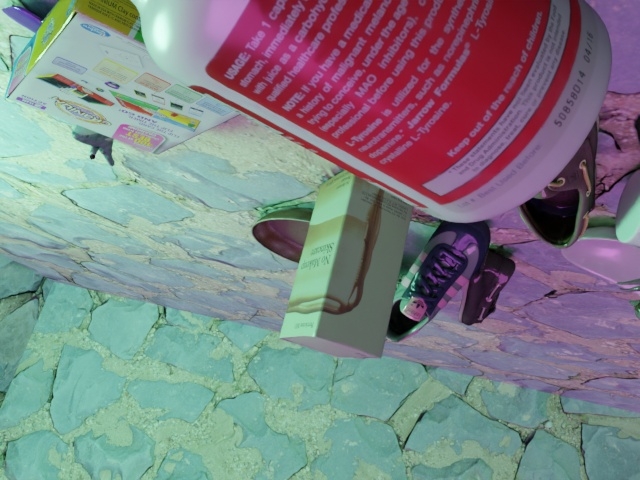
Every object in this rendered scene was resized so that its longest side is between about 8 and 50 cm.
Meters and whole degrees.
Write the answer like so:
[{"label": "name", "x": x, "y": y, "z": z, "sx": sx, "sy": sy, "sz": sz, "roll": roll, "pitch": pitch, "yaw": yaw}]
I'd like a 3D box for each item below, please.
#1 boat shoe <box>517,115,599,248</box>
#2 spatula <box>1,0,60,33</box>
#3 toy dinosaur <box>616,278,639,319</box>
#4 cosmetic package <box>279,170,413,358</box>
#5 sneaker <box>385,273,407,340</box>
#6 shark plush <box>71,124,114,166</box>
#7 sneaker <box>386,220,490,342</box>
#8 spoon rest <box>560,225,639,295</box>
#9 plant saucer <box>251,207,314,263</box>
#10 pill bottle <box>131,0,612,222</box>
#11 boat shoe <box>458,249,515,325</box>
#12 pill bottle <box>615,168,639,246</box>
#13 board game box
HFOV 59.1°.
[{"label": "boat shoe", "x": 0.287, "y": -0.093, "z": 0.715, "sx": 0.117, "sy": 0.096, "sz": 0.324, "roll": 4, "pitch": 158, "yaw": 31}, {"label": "spatula", "x": -0.306, "y": -0.292, "z": 0.693, "sx": 0.296, "sy": 0.030, "sz": 0.084, "roll": -4, "pitch": 158, "yaw": 42}, {"label": "toy dinosaur", "x": 0.628, "y": 0.057, "z": 0.835, "sx": 0.314, "sy": 0.160, "sz": 0.121, "roll": -15, "pitch": 139, "yaw": -15}, {"label": "cosmetic package", "x": 0.046, "y": 0.041, "z": 0.962, "sx": 0.129, "sy": 0.296, "sz": 0.153, "roll": 22, "pitch": 159, "yaw": -22}, {"label": "sneaker", "x": 0.212, "y": 0.155, "z": 1.412, "sx": 0.182, "sy": 0.158, "sz": 0.410, "roll": -17, "pitch": 170, "yaw": 4}, {"label": "shark plush", "x": -0.415, "y": -0.181, "z": 1.031, "sx": 0.073, "sy": 0.067, "sz": 0.161, "roll": 18, "pitch": 161, "yaw": -10}, {"label": "sneaker", "x": 0.214, "y": 0.086, "z": 1.073, "sx": 0.112, "sy": 0.131, "sz": 0.319, "roll": 31, "pitch": 135, "yaw": 9}, {"label": "spoon rest", "x": 0.536, "y": 0.047, "z": 0.945, "sx": 0.276, "sy": 0.084, "sz": 0.137, "roll": 18, "pitch": 161, "yaw": -11}, {"label": "plant saucer", "x": 0.000, "y": 0.000, "z": 1.263, "sx": 0.311, "sy": 0.050, "sz": 0.310, "roll": 12, "pitch": 161, "yaw": 4}, {"label": "pill bottle", "x": 0.012, "y": -0.189, "z": 0.449, "sx": 0.408, "sy": 0.229, "sz": 0.229, "roll": 24, "pitch": 159, "yaw": -26}, {"label": "boat shoe", "x": 0.359, "y": 0.117, "z": 1.232, "sx": 0.096, "sy": 0.112, "sz": 0.335, "roll": 13, "pitch": 158, "yaw": 19}, {"label": "pill bottle", "x": 0.502, "y": -0.024, "z": 0.715, "sx": 0.209, "sy": 0.119, "sz": 0.119, "roll": 12, "pitch": 161, "yaw": 9}, {"label": "board game box", "x": -0.256, "y": -0.217, "z": 0.765, "sx": 0.242, "sy": 0.064, "sz": 0.317, "roll": 19, "pitch": 163, "yaw": -39}]
